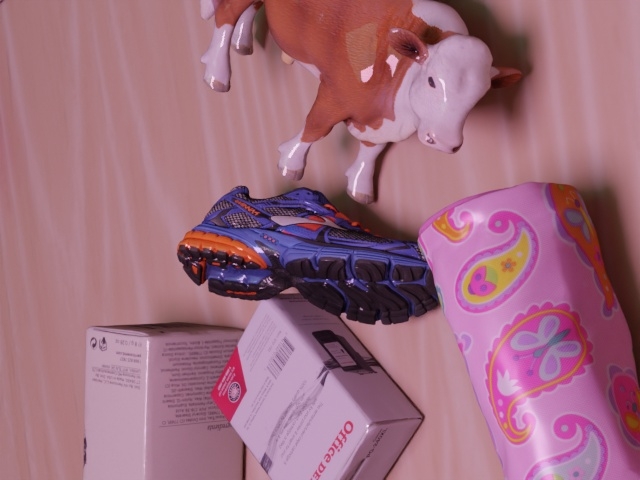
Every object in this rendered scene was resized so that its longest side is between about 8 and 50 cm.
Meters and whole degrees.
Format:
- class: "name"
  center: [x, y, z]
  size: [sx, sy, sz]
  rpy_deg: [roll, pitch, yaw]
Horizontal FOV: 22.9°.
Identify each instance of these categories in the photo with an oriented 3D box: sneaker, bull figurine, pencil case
- class: "sneaker"
  center: [0.000, 0.000, 1.192]
  size: [0.221, 0.083, 0.087]
  rpy_deg: [11, 59, 22]
- class: "bull figurine"
  center: [0.015, -0.145, 1.180]
  size: [0.310, 0.101, 0.188]
  rpy_deg: [55, 129, 31]
- class: "pencil case"
  center: [0.154, 0.104, 1.029]
  size: [0.124, 0.124, 0.284]
  rpy_deg: [-30, 70, 41]

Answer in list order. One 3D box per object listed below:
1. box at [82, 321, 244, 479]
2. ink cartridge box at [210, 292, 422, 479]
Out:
- class: "box"
  center: [-0.132, 0.208, 1.325]
  size: [0.094, 0.113, 0.275]
  rpy_deg: [4, 91, 46]
- class: "ink cartridge box"
  center: [-0.006, 0.130, 1.228]
  size: [0.150, 0.063, 0.109]
  rpy_deg: [49, 122, 34]
